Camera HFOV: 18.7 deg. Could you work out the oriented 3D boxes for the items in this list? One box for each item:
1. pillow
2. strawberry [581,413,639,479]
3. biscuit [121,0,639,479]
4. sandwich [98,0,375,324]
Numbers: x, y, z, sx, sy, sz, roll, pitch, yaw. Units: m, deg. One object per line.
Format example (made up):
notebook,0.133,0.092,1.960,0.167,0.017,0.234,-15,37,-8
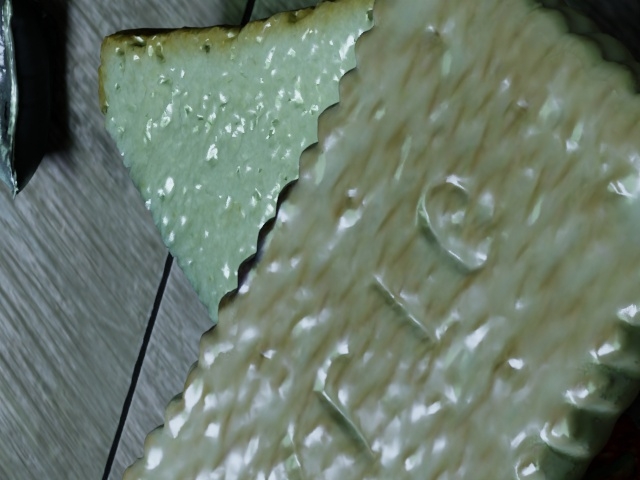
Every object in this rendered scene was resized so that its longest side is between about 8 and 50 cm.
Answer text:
pillow,-0.201,-0.101,1.250,0.091,0.055,0.135,23,115,51
strawberry,0.146,0.137,0.804,0.192,0.085,0.140,37,159,42
biscuit,0.034,0.051,0.803,0.217,0.044,0.324,45,117,41
sandwich,-0.004,0.000,0.974,0.288,0.100,0.254,1,99,53
